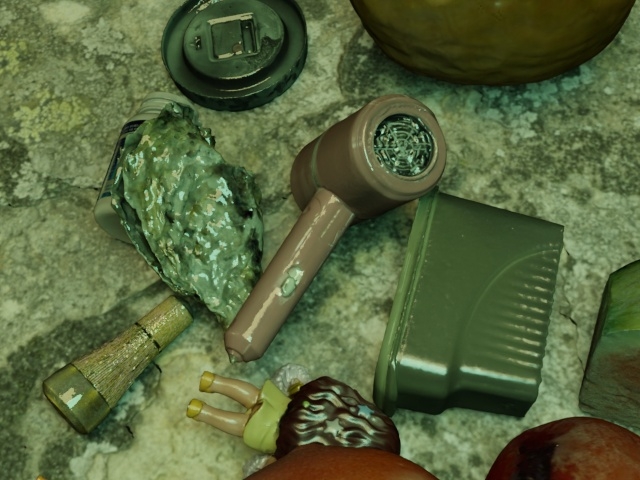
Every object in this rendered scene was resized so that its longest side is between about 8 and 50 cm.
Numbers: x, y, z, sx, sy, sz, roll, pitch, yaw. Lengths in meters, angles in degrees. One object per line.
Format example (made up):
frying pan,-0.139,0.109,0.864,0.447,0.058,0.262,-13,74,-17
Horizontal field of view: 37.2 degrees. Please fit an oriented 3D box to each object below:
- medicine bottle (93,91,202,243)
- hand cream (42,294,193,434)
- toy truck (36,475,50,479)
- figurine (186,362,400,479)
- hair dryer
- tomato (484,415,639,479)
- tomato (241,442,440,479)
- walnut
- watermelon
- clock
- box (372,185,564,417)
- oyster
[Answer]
medicine bottle,-0.224,-0.097,1.261,0.107,0.107,0.192,8,64,11
hand cream,-0.238,0.140,1.161,0.084,0.084,0.203,39,68,23
toy truck,-0.277,0.398,0.995,0.114,0.135,0.271,7,64,10
figurine,-0.027,0.213,1.071,0.240,0.116,0.175,14,65,14
hair dryer,0.000,0.000,1.111,0.125,0.210,0.352,36,70,-13
tomato,0.255,0.277,0.948,0.184,0.208,0.208,20,63,-17
tomato,0.015,0.347,0.887,0.321,0.321,0.322,-3,62,6
walnut,0.227,-0.379,1.234,0.397,0.308,0.354,1,84,6
watermelon,0.402,0.106,1.044,0.193,0.232,0.310,14,20,16
clock,-0.123,-0.283,1.383,0.214,0.042,0.215,-3,63,6
box,0.174,0.081,1.108,0.178,0.138,0.274,12,65,8
oyster,-0.143,-0.029,1.168,0.112,0.268,0.198,-12,35,43
